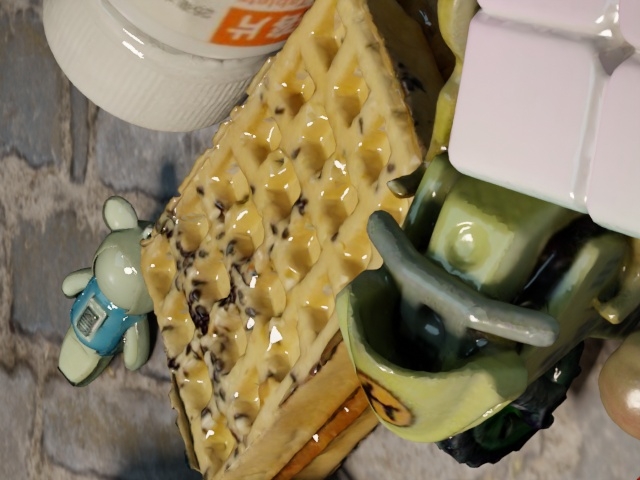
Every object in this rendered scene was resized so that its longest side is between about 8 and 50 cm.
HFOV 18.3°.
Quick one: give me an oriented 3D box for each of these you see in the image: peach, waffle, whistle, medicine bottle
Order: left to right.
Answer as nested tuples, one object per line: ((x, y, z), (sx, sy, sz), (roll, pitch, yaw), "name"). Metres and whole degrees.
((-0.183, 0.057, 1.795), (0.114, 0.077, 0.235), (46, 137, 12), "whistle")
((-0.066, -0.254, 1.492), (0.371, 0.211, 0.211), (-50, 49, 52), "medicine bottle")
((0.000, 0.000, 1.488), (0.376, 0.114, 0.261), (-50, 49, 42), "waffle")
((0.211, 0.087, 1.204), (0.083, 0.083, 0.083), (-5, 83, 56), "peach")

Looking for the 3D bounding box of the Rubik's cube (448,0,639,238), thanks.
((0.290, -0.143, 0.890), (0.316, 0.322, 0.318), (21, 104, 56), "Rubik's cube")

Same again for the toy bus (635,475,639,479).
((0.217, 0.186, 1.190), (0.195, 0.081, 0.089), (-54, 37, 39), "toy bus")

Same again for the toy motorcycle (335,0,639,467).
((0.134, -0.037, 1.179), (0.169, 0.237, 0.410), (30, 111, 27), "toy motorcycle")
